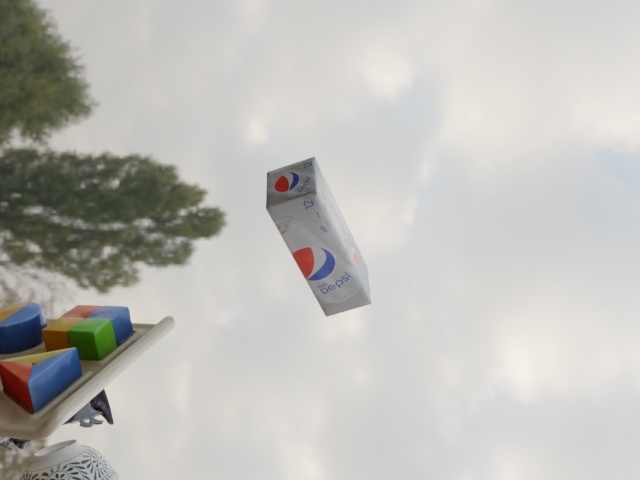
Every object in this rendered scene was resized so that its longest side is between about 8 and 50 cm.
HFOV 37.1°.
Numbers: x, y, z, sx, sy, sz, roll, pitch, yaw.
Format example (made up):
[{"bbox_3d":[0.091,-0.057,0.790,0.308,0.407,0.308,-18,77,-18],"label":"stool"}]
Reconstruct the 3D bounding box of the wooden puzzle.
[{"bbox_3d":[-0.429,0.168,1.367,0.348,0.322,0.080,-4,-71,24],"label":"wooden puzzle"}]

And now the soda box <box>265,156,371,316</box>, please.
[{"bbox_3d":[0.000,0.000,1.638,0.098,0.091,0.286,-94,162,-46],"label":"soda box"}]

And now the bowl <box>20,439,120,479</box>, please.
[{"bbox_3d":[-0.417,0.372,1.540,0.170,0.170,0.080,-10,-83,62],"label":"bowl"}]

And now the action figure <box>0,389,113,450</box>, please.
[{"bbox_3d":[-0.542,0.337,1.777,0.185,0.285,0.099,-22,-98,64],"label":"action figure"}]
